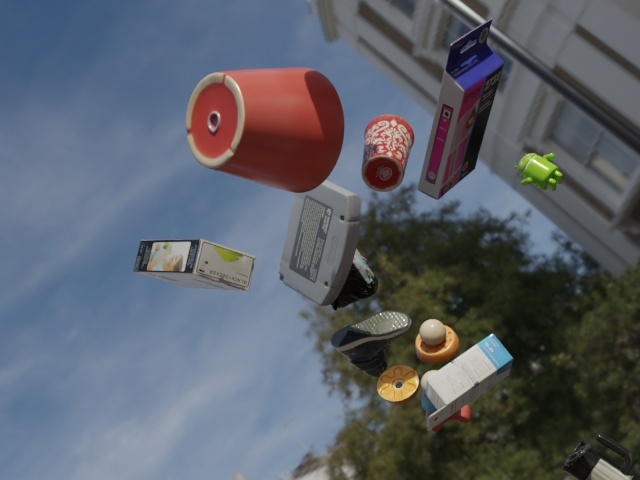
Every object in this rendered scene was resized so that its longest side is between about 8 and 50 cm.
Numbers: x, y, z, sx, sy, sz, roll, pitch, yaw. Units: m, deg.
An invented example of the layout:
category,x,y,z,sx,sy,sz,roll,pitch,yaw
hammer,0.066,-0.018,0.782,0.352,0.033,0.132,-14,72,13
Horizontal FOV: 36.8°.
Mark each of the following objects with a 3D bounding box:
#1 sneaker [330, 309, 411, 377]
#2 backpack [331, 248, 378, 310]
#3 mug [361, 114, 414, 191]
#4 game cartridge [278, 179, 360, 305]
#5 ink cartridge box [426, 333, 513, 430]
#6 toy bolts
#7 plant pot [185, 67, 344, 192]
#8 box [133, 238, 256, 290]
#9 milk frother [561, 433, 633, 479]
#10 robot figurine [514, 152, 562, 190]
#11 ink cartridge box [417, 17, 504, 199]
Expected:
category,x,y,z,sx,sy,sz,roll,pitch,yaw
sneaker,0.164,0.272,2.508,0.226,0.086,0.163,-20,-52,28
backpack,0.054,0.077,2.564,0.152,0.182,0.115,-27,21,20
mug,0.147,-0.172,2.114,0.169,0.113,0.150,-76,-22,-55
game cartridge,0.000,0.000,2.374,0.062,0.198,0.297,-11,-59,-50
ink cartridge box,0.243,0.247,1.675,0.180,0.060,0.104,-33,-23,-9
toy bolts,0.226,0.304,2.155,0.218,0.228,0.158,-22,-48,4
plant pot,-0.129,-0.239,2.006,0.243,0.275,0.275,0,-49,-43
box,-0.310,0.059,2.356,0.169,0.290,0.087,20,-102,-36
milk frother,0.610,0.510,2.123,0.143,0.135,0.129,-24,-39,-53
robot figurine,0.527,-0.166,2.325,0.101,0.115,0.067,-47,-28,-11
ink cartridge box,0.309,-0.279,2.084,0.176,0.069,0.371,-37,-34,-41
